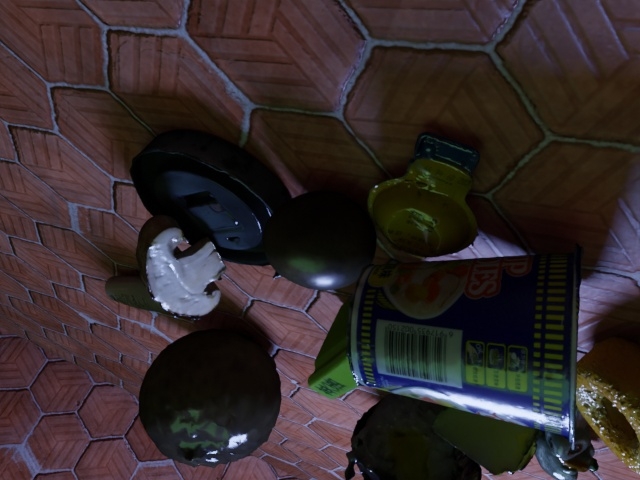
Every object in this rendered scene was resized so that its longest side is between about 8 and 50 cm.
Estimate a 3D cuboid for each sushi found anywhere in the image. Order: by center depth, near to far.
[{"bbox_3d":[0.239,0.558,1.577,0.299,0.281,0.294,16,149,31],"label":"sushi"}]

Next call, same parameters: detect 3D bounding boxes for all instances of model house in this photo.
[{"bbox_3d":[0.389,0.398,1.365,0.194,0.170,0.211,29,180,31],"label":"model house"}]

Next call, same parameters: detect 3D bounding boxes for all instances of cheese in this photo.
[{"bbox_3d":[0.157,-0.052,0.920,0.177,0.069,0.270,22,147,8],"label":"cheese"}]

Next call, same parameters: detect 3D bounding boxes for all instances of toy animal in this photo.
[{"bbox_3d":[0.520,0.422,1.325,0.127,0.125,0.251,-4,135,18],"label":"toy animal"}]

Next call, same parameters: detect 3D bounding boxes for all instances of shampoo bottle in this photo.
[{"bbox_3d":[-0.474,0.145,1.690,0.257,0.078,0.127,7,139,34],"label":"shampoo bottle"}]

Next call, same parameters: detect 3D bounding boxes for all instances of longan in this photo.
[{"bbox_3d":[0.000,0.000,1.017,0.187,0.167,0.167,-8,149,-8],"label":"longan"},{"bbox_3d":[-0.289,0.431,1.695,0.391,0.391,0.391,19,149,12],"label":"longan"}]

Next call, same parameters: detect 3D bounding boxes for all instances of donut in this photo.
[{"bbox_3d":[0.525,0.279,1.032,0.253,0.118,0.253,56,173,11],"label":"donut"}]

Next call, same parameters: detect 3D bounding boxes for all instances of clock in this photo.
[{"bbox_3d":[-0.200,-0.072,1.164,0.325,0.067,0.325,20,149,12],"label":"clock"}]

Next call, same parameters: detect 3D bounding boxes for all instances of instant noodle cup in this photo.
[{"bbox_3d":[0.215,0.139,0.921,0.312,0.284,0.284,2,142,22],"label":"instant noodle cup"}]

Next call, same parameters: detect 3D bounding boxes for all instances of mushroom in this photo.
[{"bbox_3d":[-0.296,0.034,1.238,0.151,0.156,0.285,44,162,33],"label":"mushroom"}]

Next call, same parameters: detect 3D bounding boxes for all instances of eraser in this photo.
[{"bbox_3d":[0.083,0.181,1.200,0.092,0.210,0.274,30,151,-6],"label":"eraser"}]

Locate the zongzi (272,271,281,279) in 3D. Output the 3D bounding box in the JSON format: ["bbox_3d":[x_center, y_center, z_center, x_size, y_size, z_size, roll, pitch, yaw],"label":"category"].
[{"bbox_3d":[-0.065,0.054,1.249,0.083,0.073,0.067,30,168,-4],"label":"zongzi"}]
